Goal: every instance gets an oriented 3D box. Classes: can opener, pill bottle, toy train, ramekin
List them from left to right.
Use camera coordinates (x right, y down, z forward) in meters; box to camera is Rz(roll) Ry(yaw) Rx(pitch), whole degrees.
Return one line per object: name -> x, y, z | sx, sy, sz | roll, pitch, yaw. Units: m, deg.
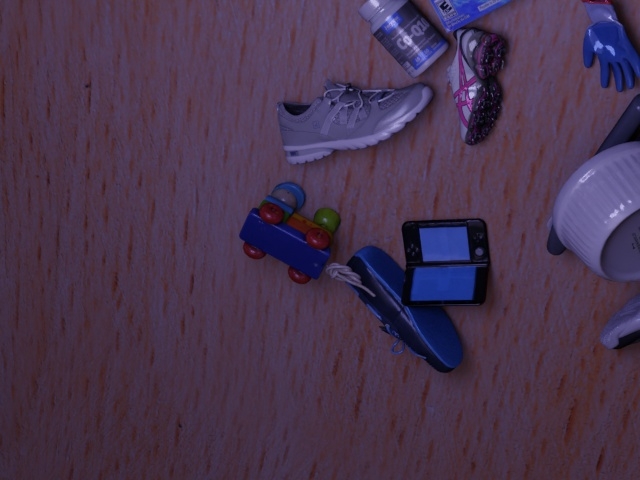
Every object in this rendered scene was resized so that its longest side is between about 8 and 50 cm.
toy train -> 0.000, 0.000, 1.916 | 0.248, 0.143, 0.105 | 28, 129, 1
pill bottle -> 0.127, -0.325, 1.744 | 0.137, 0.078, 0.078 | 46, 121, -4
can opener -> 0.434, -0.088, 1.723 | 0.076, 0.095, 0.283 | 31, 128, 5
ramekin -> 0.458, -0.033, 1.670 | 0.207, 0.109, 0.207 | -12, 134, -13

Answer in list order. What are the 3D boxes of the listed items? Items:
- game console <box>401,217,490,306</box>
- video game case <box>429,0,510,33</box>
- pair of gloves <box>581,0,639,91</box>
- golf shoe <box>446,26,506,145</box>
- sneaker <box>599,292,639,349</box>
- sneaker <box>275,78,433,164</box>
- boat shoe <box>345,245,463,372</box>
game console -> 0.203, 0.036, 1.875 | 0.144, 0.085, 0.124 | -2, 113, 18
video game case -> 0.245, -0.470, 1.641 | 0.269, 0.061, 0.244 | -24, 102, 29
pair of gloves -> 0.460, -0.279, 1.620 | 0.198, 0.023, 0.159 | 11, 138, 40
golf shoe -> 0.235, -0.240, 1.758 | 0.086, 0.067, 0.186 | 27, 125, 39
sneaker -> 0.580, 0.135, 1.767 | 0.268, 0.101, 0.153 | -35, 95, 28
sneaker -> 0.044, -0.208, 1.815 | 0.281, 0.105, 0.115 | -16, 107, 27
boat shoe -> 0.143, 0.124, 1.950 | 0.258, 0.109, 0.089 | 53, 129, 11
